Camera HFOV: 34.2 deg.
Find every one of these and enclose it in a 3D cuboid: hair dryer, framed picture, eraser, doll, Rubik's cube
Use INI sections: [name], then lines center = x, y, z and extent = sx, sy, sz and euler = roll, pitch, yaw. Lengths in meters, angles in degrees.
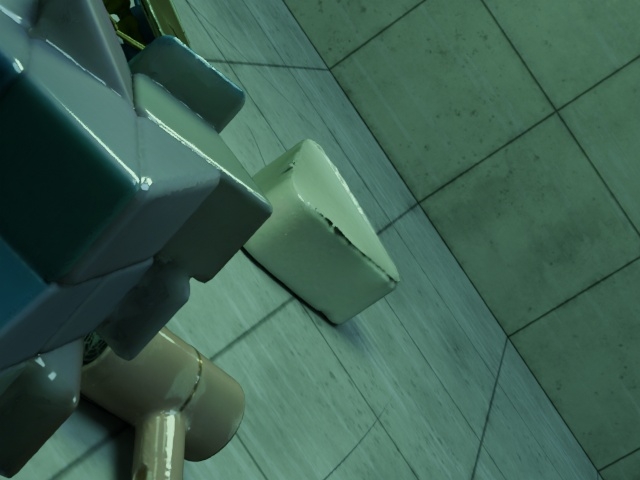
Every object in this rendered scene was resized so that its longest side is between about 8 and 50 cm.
[hair dryer]
center = -0.166, 0.228, 1.003
extent = 0.189, 0.106, 0.344
euler = 44, 26, -36
[framed picture]
center = -0.245, -0.361, 1.517
extent = 0.273, 0.016, 0.216
euler = 3, 63, -85
[eraser]
center = 0.000, 0.000, 1.838
extent = 0.331, 0.150, 0.331
euler = 48, 16, -19
[doll]
center = -0.245, -0.267, 1.653
extent = 0.341, 0.098, 0.346
euler = 66, 8, 21
[Rubik's cube]
center = -0.267, -0.052, 0.794
extent = 0.387, 0.358, 0.368
euler = 47, 14, 6

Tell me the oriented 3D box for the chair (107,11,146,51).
[chair]
center = -0.304, -0.223, 1.327
extent = 0.325, 0.170, 0.160
euler = 36, 45, -47
